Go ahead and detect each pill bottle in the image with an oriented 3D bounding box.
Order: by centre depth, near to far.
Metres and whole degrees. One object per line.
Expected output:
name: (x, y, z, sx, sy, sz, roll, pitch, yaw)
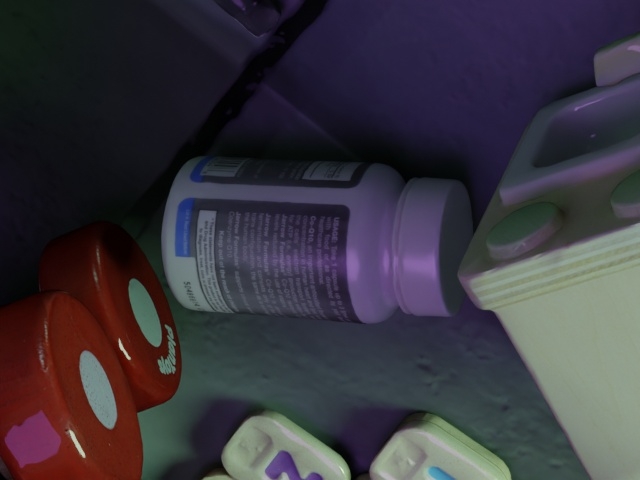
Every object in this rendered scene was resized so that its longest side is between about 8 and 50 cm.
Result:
pill bottle: (0.000, 0.000, 0.811, 0.137, 0.078, 0.078, 4, 122, 19)

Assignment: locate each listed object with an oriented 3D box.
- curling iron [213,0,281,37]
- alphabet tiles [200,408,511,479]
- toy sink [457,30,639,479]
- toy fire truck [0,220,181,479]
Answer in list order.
curling iron: (-0.111, -0.198, 0.753, 0.068, 0.035, 0.274, -29, 107, 33)
alphabet tiles: (0.041, 0.220, 0.974, 0.278, 0.021, 0.284, 35, 127, 0)
toy sink: (0.153, 0.001, 0.709, 0.131, 0.153, 0.234, -19, 114, 30)
toy fire truck: (-0.140, 0.149, 0.828, 0.169, 0.302, 0.254, -22, 103, 9)
